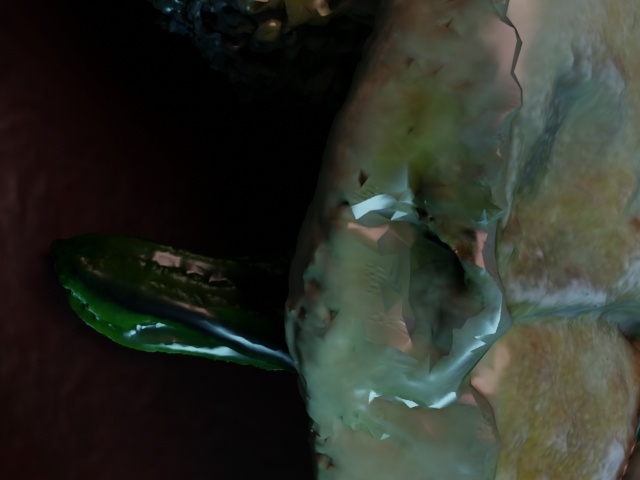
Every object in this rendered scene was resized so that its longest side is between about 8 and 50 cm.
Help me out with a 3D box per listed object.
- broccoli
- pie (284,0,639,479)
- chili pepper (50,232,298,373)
[{"bbox_3d":[0.005,-0.120,0.485,0.154,0.160,0.167,-78,144,-68],"label":"broccoli"},{"bbox_3d":[0.111,-0.010,0.507,0.337,0.075,0.337,-15,110,-50],"label":"pie"},{"bbox_3d":[0.001,0.006,0.499,0.182,0.050,0.073,-21,90,-40],"label":"chili pepper"}]
